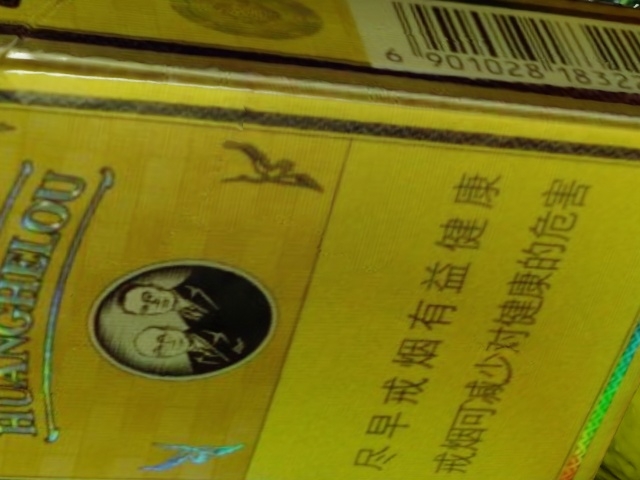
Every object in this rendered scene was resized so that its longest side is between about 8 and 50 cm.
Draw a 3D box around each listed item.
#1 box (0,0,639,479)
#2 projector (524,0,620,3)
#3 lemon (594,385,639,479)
[{"bbox_3d":[-0.022,0.003,0.597,0.301,0.084,0.193,4,128,-18],"label":"box"},{"bbox_3d":[0.000,0.000,0.732,0.108,0.108,0.337,5,131,-34],"label":"projector"},{"bbox_3d":[0.222,0.015,0.769,0.267,0.267,0.267,-16,140,-14],"label":"lemon"}]
